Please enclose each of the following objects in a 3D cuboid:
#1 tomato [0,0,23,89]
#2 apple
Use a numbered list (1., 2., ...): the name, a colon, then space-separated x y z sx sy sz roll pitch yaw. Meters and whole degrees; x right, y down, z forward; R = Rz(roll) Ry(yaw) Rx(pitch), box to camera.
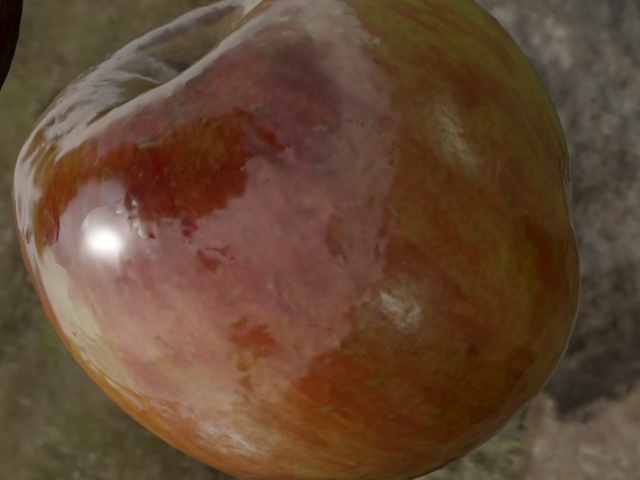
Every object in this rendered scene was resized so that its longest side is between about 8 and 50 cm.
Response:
1. tomato: -0.246 -0.120 0.657 0.270 0.223 0.270 16 109 56
2. apple: 0.000 0.000 0.930 0.301 0.301 0.301 -43 38 46
